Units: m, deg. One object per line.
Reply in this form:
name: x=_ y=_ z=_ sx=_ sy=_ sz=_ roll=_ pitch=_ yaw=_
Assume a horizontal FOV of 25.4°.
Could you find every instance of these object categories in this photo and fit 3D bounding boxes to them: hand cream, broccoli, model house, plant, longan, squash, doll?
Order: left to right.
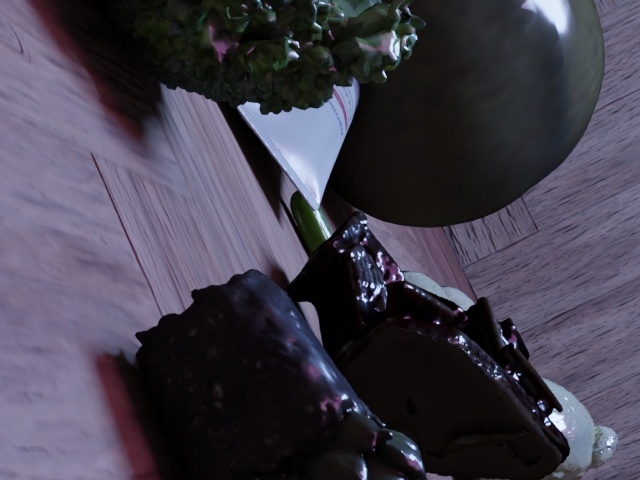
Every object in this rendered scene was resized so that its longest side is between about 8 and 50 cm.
broccoli: x=-0.034 y=-0.245 z=0.874 sx=0.249 sy=0.302 sz=0.375 roll=-41 pitch=-124 yaw=53
plant: x=-0.016 y=0.086 z=0.581 sx=0.143 sy=0.094 sz=0.092 roll=54 pitch=-8 yaw=12
hand cream: x=-0.025 y=-0.110 z=1.189 sx=0.133 sy=0.083 sz=0.248 roll=50 pitch=17 yaw=-8
squash: x=0.000 y=0.000 z=1.146 sx=0.089 sy=0.027 sz=0.027 roll=63 pitch=8 yaw=-2
model house: x=0.069 y=0.066 z=0.990 sx=0.203 sy=0.141 sz=0.164 roll=53 pitch=23 yaw=-40
longan: x=0.103 y=-0.195 z=1.426 sx=0.361 sy=0.361 sz=0.361 roll=61 pitch=8 yaw=-16
doll: x=0.160 y=0.150 z=1.444 sx=0.278 sy=0.175 sz=0.149 roll=59 pitch=-34 yaw=37
